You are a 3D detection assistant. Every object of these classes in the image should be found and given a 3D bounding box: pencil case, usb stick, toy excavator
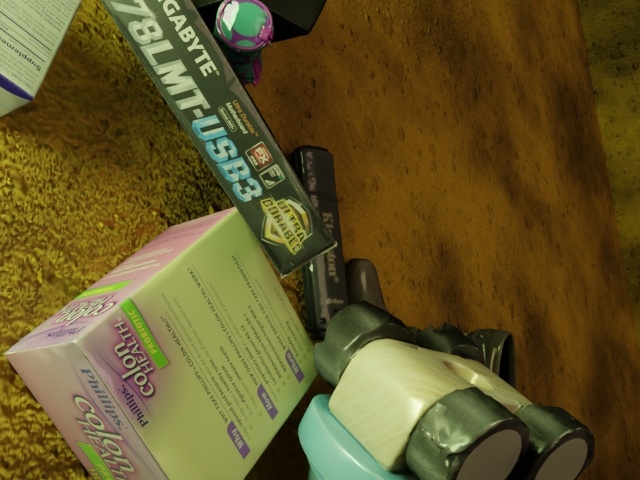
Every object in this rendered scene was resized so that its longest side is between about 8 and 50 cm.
[{"bbox_3d":[-0.096,-0.237,0.827,0.070,0.152,0.064,36,82,-6],"label":"pencil case"},{"bbox_3d":[0.000,0.000,0.963,0.077,0.045,0.277,8,73,-52],"label":"usb stick"},{"bbox_3d":[0.113,0.339,0.801,0.433,0.222,0.445,21,102,-41],"label":"toy excavator"}]

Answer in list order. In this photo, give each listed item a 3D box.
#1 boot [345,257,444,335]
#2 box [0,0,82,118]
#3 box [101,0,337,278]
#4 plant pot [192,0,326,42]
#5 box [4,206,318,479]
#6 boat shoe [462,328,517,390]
[{"bbox_3d":[0.123,0.136,0.982,0.083,0.161,0.246,3,77,-53],"label":"boot"},{"bbox_3d":[-0.303,-0.203,0.610,0.126,0.072,0.137,39,50,-39],"label":"box"},{"bbox_3d":[-0.110,-0.140,0.703,0.295,0.073,0.293,58,-2,-23],"label":"box"},{"bbox_3d":[-0.090,-0.351,0.860,0.188,0.188,0.166,13,80,-51],"label":"plant pot"},{"bbox_3d":[-0.137,0.121,0.685,0.243,0.117,0.213,-48,117,-49],"label":"box"},{"bbox_3d":[0.324,0.326,1.237,0.112,0.096,0.334,4,76,-52],"label":"boat shoe"}]
